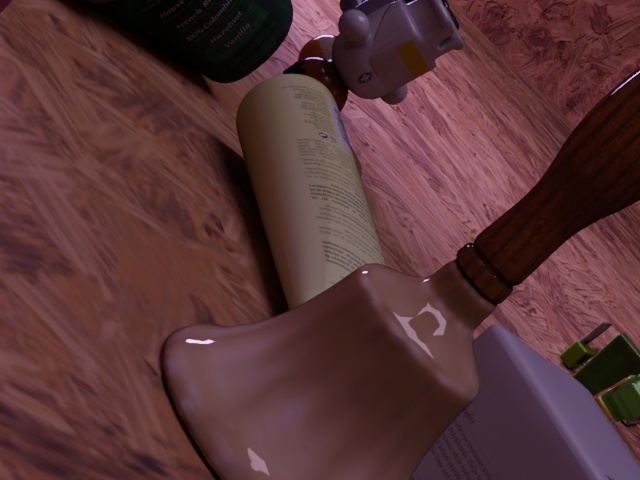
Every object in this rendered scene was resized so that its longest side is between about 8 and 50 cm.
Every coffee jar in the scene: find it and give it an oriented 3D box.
[{"bbox_3d":[-0.098,-0.165,0.899,0.096,0.079,0.184,56,15,29],"label":"coffee jar"}]

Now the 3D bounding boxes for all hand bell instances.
[{"bbox_3d":[0.070,0.007,0.583,0.126,0.242,0.126,46,13,-13],"label":"hand bell"}]

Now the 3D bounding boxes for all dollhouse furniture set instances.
[{"bbox_3d":[0.250,0.107,1.279,0.076,0.058,0.152,53,14,18],"label":"dollhouse furniture set"}]

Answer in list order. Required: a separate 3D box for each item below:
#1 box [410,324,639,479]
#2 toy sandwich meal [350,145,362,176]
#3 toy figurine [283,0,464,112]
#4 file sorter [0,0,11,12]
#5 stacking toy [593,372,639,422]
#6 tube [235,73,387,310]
[{"bbox_3d":[0.092,0.113,0.691,0.102,0.087,0.101,34,20,-47],"label":"box"},{"bbox_3d":[-0.006,-0.062,1.016,0.085,0.029,0.085,46,17,-19],"label":"toy sandwich meal"},{"bbox_3d":[-0.001,-0.194,1.133,0.209,0.148,0.213,61,9,-14],"label":"toy figurine"},{"bbox_3d":[-0.199,-0.215,0.490,0.290,0.182,0.202,54,15,27],"label":"file sorter"},{"bbox_3d":[0.201,0.158,0.864,0.167,0.052,0.221,60,4,9],"label":"stacking toy"},{"bbox_3d":[0.000,0.000,0.806,0.070,0.062,0.240,-2,38,-13],"label":"tube"}]
